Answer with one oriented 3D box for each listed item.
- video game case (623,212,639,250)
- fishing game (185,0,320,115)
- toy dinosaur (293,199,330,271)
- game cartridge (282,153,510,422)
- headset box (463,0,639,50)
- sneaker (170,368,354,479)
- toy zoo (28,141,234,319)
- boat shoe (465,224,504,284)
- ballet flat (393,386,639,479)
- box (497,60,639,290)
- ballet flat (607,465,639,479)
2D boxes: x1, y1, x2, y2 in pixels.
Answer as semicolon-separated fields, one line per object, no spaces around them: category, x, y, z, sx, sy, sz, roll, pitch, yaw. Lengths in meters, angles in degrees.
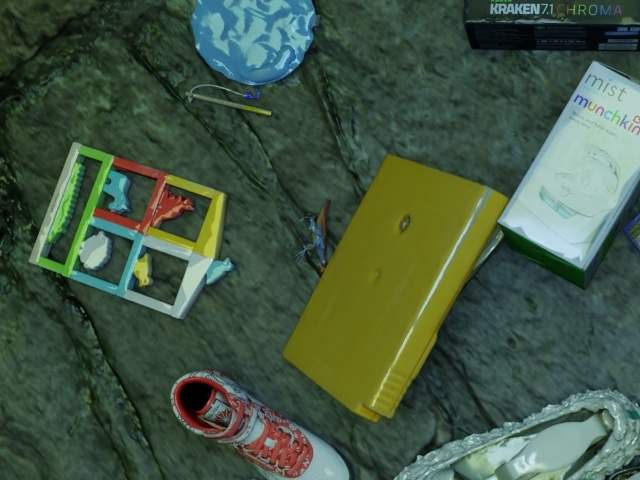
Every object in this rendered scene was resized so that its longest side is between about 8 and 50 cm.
video game case;0.531;0.009;1.589;0.061;0.269;0.244;-29;76;-30
fishing game;-0.093;-0.317;1.869;0.189;0.041;0.264;10;93;13
toy dinosaur;0.000;0.000;1.807;0.090;0.047;0.082;-34;95;-5
game cartridge;0.089;0.055;1.677;0.052;0.285;0.324;27;91;-26
headset box;0.327;-0.409;1.747;0.246;0.131;0.283;4;83;11
sneaker;-0.084;0.267;1.732;0.270;0.145;0.090;35;90;14
toy zoo;-0.258;-0.009;1.864;0.293;0.030;0.192;18;86;13
boat shoe;0.200;0.013;1.750;0.059;0.063;0.170;40;92;8
ballet flat;0.228;0.304;1.671;0.409;0.147;0.147;-31;78;7
box;0.343;-0.072;1.631;0.127;0.262;0.231;30;90;14
ballet flat;0.460;0.321;1.560;0.280;0.096;0.095;-6;64;53
